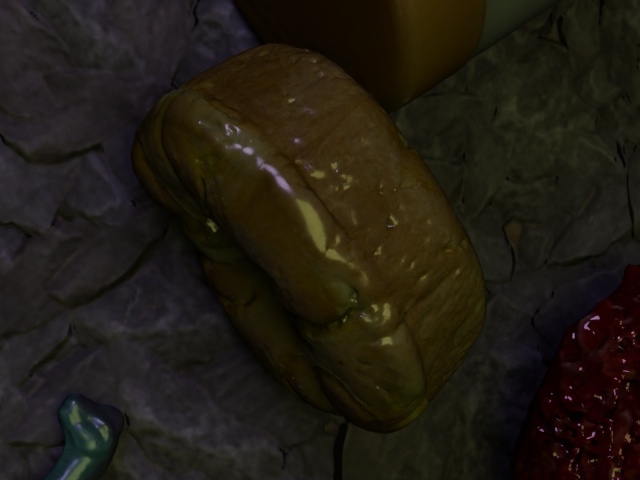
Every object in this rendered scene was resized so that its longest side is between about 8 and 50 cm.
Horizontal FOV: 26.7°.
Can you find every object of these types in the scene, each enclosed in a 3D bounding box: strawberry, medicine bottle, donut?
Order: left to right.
[{"bbox_3d":[0.000,0.000,0.860,0.128,0.208,0.261,-39,110,-18],"label":"donut"},{"bbox_3d":[0.065,-0.235,0.862,0.232,0.238,0.238,-35,104,-20],"label":"medicine bottle"},{"bbox_3d":[0.286,0.143,0.972,0.274,0.220,0.274,0,91,-20],"label":"strawberry"}]

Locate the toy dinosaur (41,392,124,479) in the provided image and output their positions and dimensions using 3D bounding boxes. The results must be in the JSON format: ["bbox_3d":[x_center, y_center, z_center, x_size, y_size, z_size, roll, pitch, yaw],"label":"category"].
[{"bbox_3d":[-0.190,0.336,0.858,0.331,0.129,0.383,-31,104,-28],"label":"toy dinosaur"}]
